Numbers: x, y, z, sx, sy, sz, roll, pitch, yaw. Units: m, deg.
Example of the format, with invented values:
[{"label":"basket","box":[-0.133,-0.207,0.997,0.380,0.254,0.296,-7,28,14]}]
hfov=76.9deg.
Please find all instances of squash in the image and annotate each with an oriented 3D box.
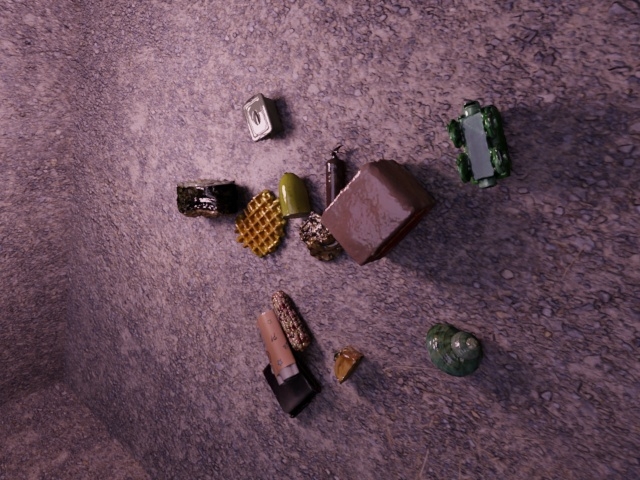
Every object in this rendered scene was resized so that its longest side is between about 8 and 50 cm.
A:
[{"label":"squash","box":[-0.111,-0.179,1.592,0.123,0.123,0.187,-15,87,35]}]

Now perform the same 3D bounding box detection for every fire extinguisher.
[{"label":"fire extinguisher","box":[0.061,-0.215,1.490,0.089,0.072,0.268,13,107,53]}]

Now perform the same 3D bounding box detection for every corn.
[{"label":"corn","box":[-0.132,0.344,1.717,0.092,0.092,0.281,-36,77,33]}]

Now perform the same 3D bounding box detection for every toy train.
[{"label":"toy train","box":[0.458,-0.268,1.144,0.132,0.188,0.243,-12,91,36]}]

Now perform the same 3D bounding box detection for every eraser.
[{"label":"eraser","box":[-0.187,0.460,1.727,0.291,0.087,0.171,63,152,24]}]

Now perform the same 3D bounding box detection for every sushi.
[{"label":"sushi","box":[-0.509,-0.186,1.807,0.350,0.211,0.171,6,107,39]}]

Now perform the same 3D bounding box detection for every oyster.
[{"label":"oyster","box":[0.000,0.000,1.544,0.214,0.083,0.223,15,130,42]}]

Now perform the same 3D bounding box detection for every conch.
[{"label":"conch","box":[0.438,0.356,1.321,0.188,0.122,0.176,-18,64,31]}]

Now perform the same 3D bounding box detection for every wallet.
[{"label":"wallet","box":[-0.137,0.624,1.792,0.262,0.071,0.221,50,123,24]}]

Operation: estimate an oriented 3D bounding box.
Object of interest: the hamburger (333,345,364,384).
[{"label":"hamburger","box":[0.103,0.475,1.594,0.102,0.087,0.176,48,130,31]}]

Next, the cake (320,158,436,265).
[{"label":"cake","box":[0.190,-0.095,1.335,0.230,0.237,0.309,46,118,14]}]

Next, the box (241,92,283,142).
[{"label":"box","box":[-0.228,-0.490,1.623,0.124,0.092,0.172,-20,87,35]}]

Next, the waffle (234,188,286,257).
[{"label":"waffle","box":[-0.270,-0.072,1.749,0.283,0.065,0.310,14,105,31]}]
